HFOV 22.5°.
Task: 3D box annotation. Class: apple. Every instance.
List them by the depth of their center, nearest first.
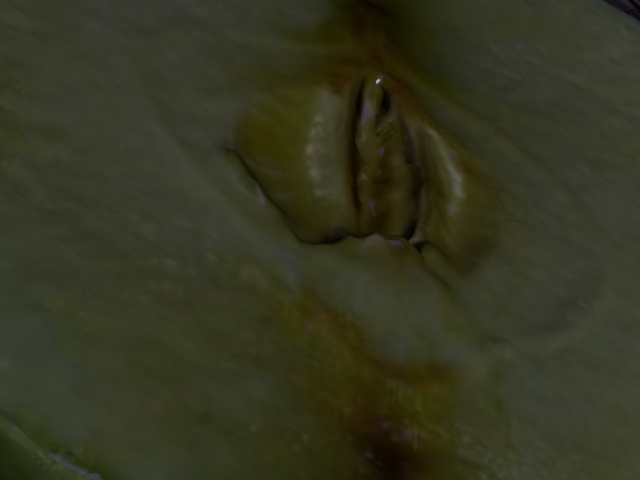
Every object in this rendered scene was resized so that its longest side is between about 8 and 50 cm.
[{"bbox_3d":[0.000,0.000,0.531,0.360,0.320,0.311,-87,157,-50],"label":"apple"}]
